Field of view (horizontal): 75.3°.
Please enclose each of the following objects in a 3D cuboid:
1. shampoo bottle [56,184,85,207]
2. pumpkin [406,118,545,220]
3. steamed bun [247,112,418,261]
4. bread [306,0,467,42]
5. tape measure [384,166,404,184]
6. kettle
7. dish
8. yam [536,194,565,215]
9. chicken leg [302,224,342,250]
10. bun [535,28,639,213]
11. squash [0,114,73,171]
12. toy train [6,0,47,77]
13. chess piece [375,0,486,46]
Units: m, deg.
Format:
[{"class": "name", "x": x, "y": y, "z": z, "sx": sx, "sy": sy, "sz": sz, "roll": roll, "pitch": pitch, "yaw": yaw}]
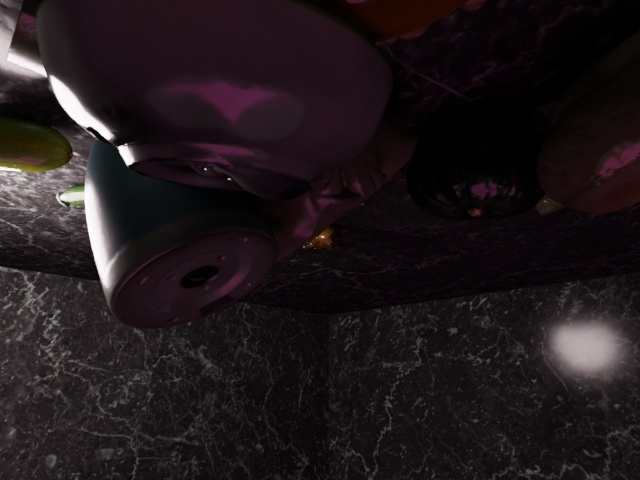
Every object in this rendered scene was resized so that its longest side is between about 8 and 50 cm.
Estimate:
[{"class": "shampoo bottle", "x": -0.674, "y": -0.132, "z": 1.211, "sx": 0.204, "sy": 0.065, "sz": 0.065, "roll": -4, "pitch": 161, "yaw": 13}, {"class": "pumpkin", "x": 0.339, "y": -0.153, "z": 0.908, "sx": 0.300, "sy": 0.207, "sz": 0.300, "roll": 0, "pitch": 176, "yaw": 0}, {"class": "steamed bun", "x": -0.029, "y": -0.151, "z": 0.796, "sx": 0.367, "sy": 0.255, "sz": 0.342, "roll": -36, "pitch": -174, "yaw": 32}, {"class": "bread", "x": 0.003, "y": -0.346, "z": 0.360, "sx": 0.424, "sy": 0.329, "sz": 0.245, "roll": -4, "pitch": -158, "yaw": 12}, {"class": "tape measure", "x": 0.145, "y": -0.180, "z": 1.023, "sx": 0.118, "sy": 0.074, "sz": 0.125, "roll": -13, "pitch": 159, "yaw": 33}, {"class": "kettle", "x": -0.255, "y": -0.047, "z": 0.698, "sx": 0.247, "sy": 0.342, "sz": 0.319, "roll": -24, "pitch": 153, "yaw": -19}, {"class": "dish", "x": -0.095, "y": -0.106, "z": 0.415, "sx": 0.324, "sy": 0.124, "sz": 0.324, "roll": 4, "pitch": 179, "yaw": 0}, {"class": "yam", "x": 0.687, "y": -0.122, "z": 1.205, "sx": 0.069, "sy": 0.070, "sz": 0.146, "roll": 7, "pitch": 160, "yaw": -20}, {"class": "chicken leg", "x": 0.002, "y": -0.002, "z": 1.577, "sx": 0.107, "sy": 0.087, "sz": 0.251, "roll": 27, "pitch": 160, "yaw": -19}, {"class": "bun", "x": 0.518, "y": -0.207, "z": 0.668, "sx": 0.365, "sy": 0.219, "sz": 0.365, "roll": -20, "pitch": 154, "yaw": -10}, {"class": "squash", "x": -0.644, "y": -0.207, "z": 0.904, "sx": 0.186, "sy": 0.123, "sz": 0.123, "roll": 3, "pitch": 162, "yaw": -19}, {"class": "toy train", "x": -0.229, "y": -0.274, "z": 0.547, "sx": 0.299, "sy": 0.202, "sz": 0.131, "roll": 15, "pitch": 159, "yaw": -41}, {"class": "chess piece", "x": 0.069, "y": -0.323, "z": 0.559, "sx": 0.307, "sy": 0.124, "sz": 0.139, "roll": -7, "pitch": 128, "yaw": 11}]
